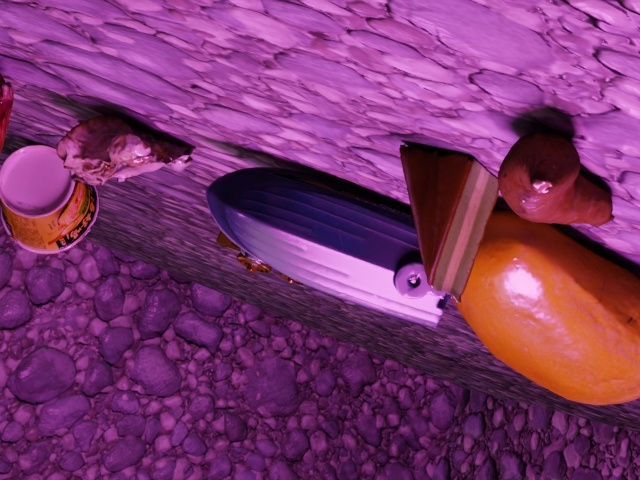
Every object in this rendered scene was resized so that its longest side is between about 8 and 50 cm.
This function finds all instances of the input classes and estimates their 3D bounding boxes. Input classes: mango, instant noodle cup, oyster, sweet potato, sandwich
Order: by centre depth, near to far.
[{"bbox_3d":[0.174,-0.041,1.073,0.069,0.059,0.249,3,172,21],"label":"sweet potato"},{"bbox_3d":[0.095,-0.014,1.226,0.074,0.116,0.074,14,170,33],"label":"sandwich"},{"bbox_3d":[0.233,0.068,1.433,0.331,0.142,0.195,34,161,-36],"label":"mango"},{"bbox_3d":[-0.214,-0.103,1.608,0.163,0.081,0.191,-7,-174,-25],"label":"oyster"},{"bbox_3d":[-0.411,-0.070,2.115,0.151,0.151,0.122,19,161,8],"label":"instant noodle cup"}]

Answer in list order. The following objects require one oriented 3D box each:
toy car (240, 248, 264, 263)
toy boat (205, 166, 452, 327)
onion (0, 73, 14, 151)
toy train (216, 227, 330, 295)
[{"bbox_3d":[0.000,0.000,1.701,0.224,0.090,0.076,13,174,45],"label":"toy car"},{"bbox_3d":[0.016,-0.004,1.540,0.296,0.114,0.122,21,-168,-5],"label":"toy boat"},{"bbox_3d":[-0.415,-0.095,1.524,0.163,0.230,0.230,61,173,2],"label":"onion"},{"bbox_3d":[-0.033,0.002,1.833,0.225,0.090,0.137,17,165,23],"label":"toy train"}]
